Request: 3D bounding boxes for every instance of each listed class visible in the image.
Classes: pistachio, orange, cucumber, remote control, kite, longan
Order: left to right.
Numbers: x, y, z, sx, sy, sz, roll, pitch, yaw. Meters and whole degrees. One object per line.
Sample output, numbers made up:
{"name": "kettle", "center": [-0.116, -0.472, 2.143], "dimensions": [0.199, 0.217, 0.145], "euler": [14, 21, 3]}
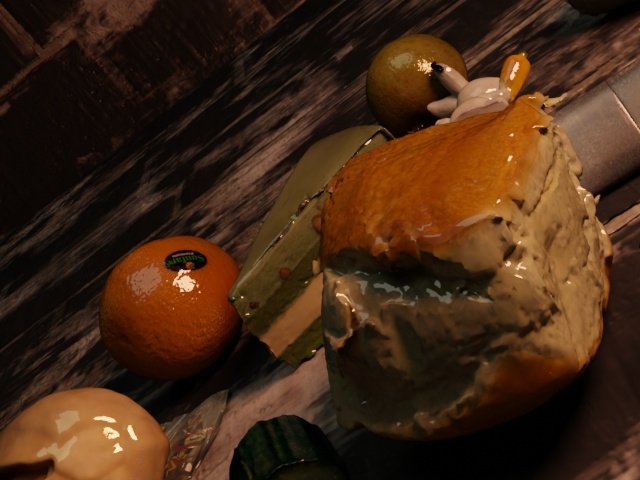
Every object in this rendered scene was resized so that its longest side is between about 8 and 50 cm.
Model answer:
{"name": "pistachio", "center": [-0.293, 0.275, 1.160], "dimensions": [0.299, 0.187, 0.187], "euler": [-29, 23, 43]}
{"name": "kite", "center": [-0.214, 0.263, 1.250], "dimensions": [0.245, 0.015, 0.141], "euler": [-20, 27, 33]}
{"name": "orange", "center": [-0.195, 0.087, 1.328], "dimensions": [0.206, 0.206, 0.206], "euler": [-34, 22, 16]}
{"name": "cucumber", "center": [-0.043, 0.229, 0.979], "dimensions": [0.116, 0.062, 0.115], "euler": [-39, 18, -2]}
{"name": "longan", "center": [0.143, -0.219, 1.458], "dimensions": [0.145, 0.176, 0.155], "euler": [-5, -15, -14]}
{"name": "remote control", "center": [0.308, -0.115, 1.041], "dimensions": [0.377, 0.107, 0.044], "euler": [-34, -22, 16]}

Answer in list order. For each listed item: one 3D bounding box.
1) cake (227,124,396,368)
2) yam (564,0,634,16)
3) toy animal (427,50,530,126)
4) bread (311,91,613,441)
{"name": "cake", "center": [-0.003, 0.004, 1.232], "dimensions": [0.283, 0.158, 0.172], "euler": [-47, 21, -9]}
{"name": "yam", "center": [0.451, -0.408, 1.263], "dimensions": [0.304, 0.168, 0.168], "euler": [-15, 33, 47]}
{"name": "toy animal", "center": [0.201, -0.188, 1.297], "dimensions": [0.127, 0.131, 0.182], "euler": [10, 31, 5]}
{"name": "bread", "center": [0.115, 0.032, 0.869], "dimensions": [0.250, 0.225, 0.279], "euler": [-17, 22, 33]}
